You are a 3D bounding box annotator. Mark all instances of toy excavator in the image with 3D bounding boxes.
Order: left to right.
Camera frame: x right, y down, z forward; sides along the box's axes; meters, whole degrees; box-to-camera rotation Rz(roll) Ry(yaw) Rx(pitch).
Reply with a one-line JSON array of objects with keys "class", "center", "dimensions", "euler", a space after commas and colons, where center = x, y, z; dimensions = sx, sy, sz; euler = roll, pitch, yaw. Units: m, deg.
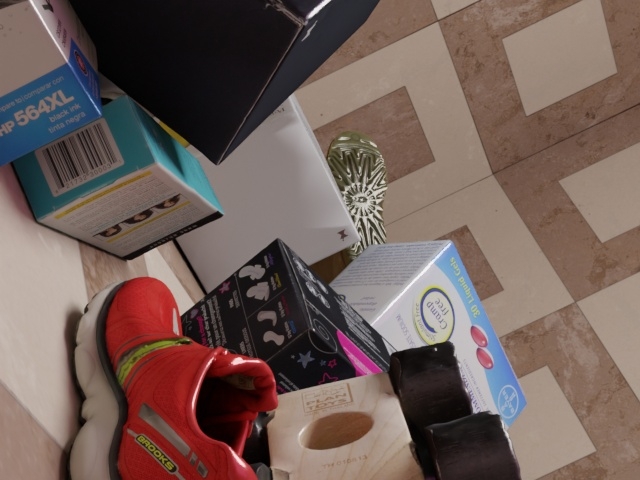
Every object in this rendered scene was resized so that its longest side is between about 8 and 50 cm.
[{"class": "toy excavator", "center": [0.047, 0.310, 0.988], "dimensions": [0.433, 0.222, 0.445], "euler": [-108, -174, -74]}]

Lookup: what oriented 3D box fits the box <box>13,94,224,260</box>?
[{"class": "box", "center": [-0.157, -0.044, 0.957], "dimensions": [0.244, 0.100, 0.060], "euler": [51, 13, -80]}]

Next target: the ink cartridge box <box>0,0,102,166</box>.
[{"class": "ink cartridge box", "center": [-0.236, -0.176, 0.801], "dimensions": [0.148, 0.086, 0.203], "euler": [-111, 176, -58]}]

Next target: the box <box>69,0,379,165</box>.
[{"class": "box", "center": [-0.096, -0.268, 0.978], "dimensions": [0.294, 0.183, 0.296], "euler": [38, 45, 2]}]

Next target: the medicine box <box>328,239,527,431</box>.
[{"class": "medicine box", "center": [0.086, 0.185, 1.449], "dimensions": [0.149, 0.289, 0.263], "euler": [-6, -61, 46]}]

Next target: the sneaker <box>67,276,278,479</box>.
[{"class": "sneaker", "center": [-0.086, 0.103, 0.756], "dimensions": [0.279, 0.118, 0.107], "euler": [-111, 175, -61]}]

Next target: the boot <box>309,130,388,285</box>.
[{"class": "boot", "center": [0.000, 0.000, 1.698], "dimensions": [0.269, 0.089, 0.236], "euler": [137, -43, -57]}]

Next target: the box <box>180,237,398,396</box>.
[{"class": "box", "center": [-0.004, 0.149, 1.152], "dimensions": [0.247, 0.142, 0.163], "euler": [45, 12, -32]}]

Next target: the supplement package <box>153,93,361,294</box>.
[{"class": "supplement package", "center": [-0.099, -0.093, 1.472], "dimensions": [0.198, 0.199, 0.263], "euler": [63, 3, -31]}]

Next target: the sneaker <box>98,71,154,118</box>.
[{"class": "sneaker", "center": [-0.208, -0.159, 1.130], "dimensions": [0.169, 0.108, 0.292], "euler": [66, 12, 7]}]
